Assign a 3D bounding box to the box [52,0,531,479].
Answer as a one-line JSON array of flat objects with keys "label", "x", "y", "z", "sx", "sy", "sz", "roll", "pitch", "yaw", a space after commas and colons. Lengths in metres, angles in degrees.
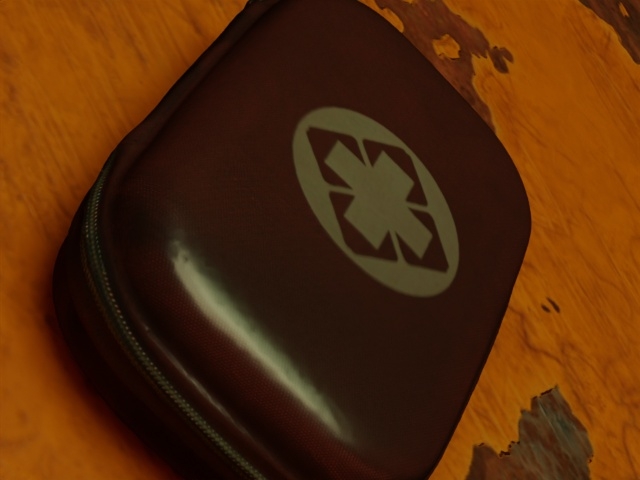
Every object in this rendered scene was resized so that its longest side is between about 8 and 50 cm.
[{"label": "box", "x": 0.000, "y": 0.000, "z": 1.071, "sx": 0.263, "sy": 0.108, "sz": 0.404, "roll": 45, "pitch": 35, "yaw": -10}]
